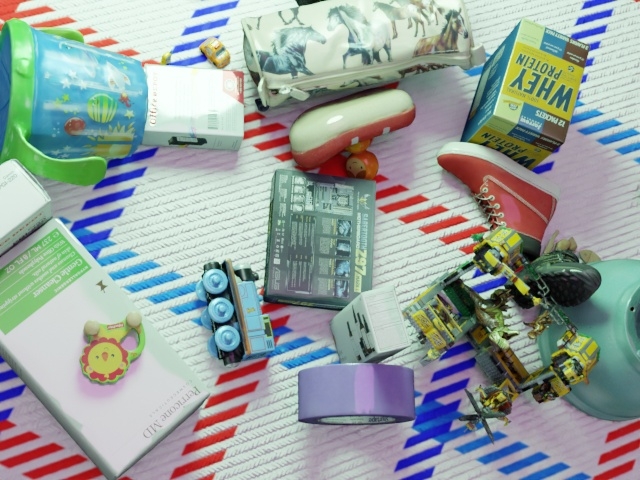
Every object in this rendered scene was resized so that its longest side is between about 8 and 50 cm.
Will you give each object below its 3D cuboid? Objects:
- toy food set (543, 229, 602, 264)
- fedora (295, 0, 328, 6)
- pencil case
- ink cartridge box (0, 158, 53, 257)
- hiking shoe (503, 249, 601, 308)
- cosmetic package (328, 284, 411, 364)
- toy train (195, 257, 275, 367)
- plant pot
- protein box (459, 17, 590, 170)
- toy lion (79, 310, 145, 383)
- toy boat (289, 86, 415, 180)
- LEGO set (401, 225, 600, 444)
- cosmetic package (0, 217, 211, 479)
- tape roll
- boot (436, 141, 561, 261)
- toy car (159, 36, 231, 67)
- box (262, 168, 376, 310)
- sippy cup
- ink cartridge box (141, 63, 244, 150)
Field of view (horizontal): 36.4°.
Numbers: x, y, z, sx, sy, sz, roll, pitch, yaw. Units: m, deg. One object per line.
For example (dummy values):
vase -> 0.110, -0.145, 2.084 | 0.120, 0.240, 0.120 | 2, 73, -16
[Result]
toy food set -> 0.466, 0.039, 1.797 | 0.122, 0.019, 0.078 | 37, 71, -8
fedora -> 0.098, -0.516, 1.776 | 0.334, 0.334, 0.152 | 1, 42, -12
pencil case -> 0.072, -0.339, 1.701 | 0.410, 0.160, 0.183 | -11, 64, -2
ink cartridge box -> -0.499, -0.019, 1.497 | 0.158, 0.218, 0.092 | -42, 87, -19
hiking shoe -> 0.410, 0.052, 1.671 | 0.086, 0.227, 0.114 | 49, 68, -12
cosmetic package -> 0.074, 0.148, 1.563 | 0.060, 0.239, 0.099 | -11, 77, -14
toy train -> -0.142, 0.118, 1.614 | 0.105, 0.080, 0.184 | -7, 74, -23
plant pot -> 0.553, 0.161, 1.678 | 0.293, 0.196, 0.293 | 3, 77, -14
protein box -> 0.363, -0.252, 1.759 | 0.136, 0.200, 0.201 | 21, 72, -5
toy lion -> -0.305, 0.160, 1.429 | 0.100, 0.034, 0.096 | -11, 82, -19
toy boat -> 0.061, -0.174, 1.721 | 0.231, 0.151, 0.151 | -20, 109, -17
LEGO set -> 0.277, 0.162, 1.594 | 0.192, 0.255, 0.331 | -34, 96, -46
cosmetic package -> -0.365, 0.173, 1.508 | 0.365, 0.155, 0.197 | 46, 67, 4
tape roll -> 0.058, 0.249, 1.558 | 0.189, 0.189, 0.080 | 2, 75, -12
boot -> 0.304, -0.061, 1.756 | 0.244, 0.088, 0.176 | 25, 72, -8
toy car -> -0.221, -0.328, 1.738 | 0.122, 0.040, 0.060 | -26, 82, -18
box -> 0.000, 0.000, 1.684 | 0.183, 0.059, 0.232 | 6, 73, -10
sippy cup -> -0.406, -0.225, 1.580 | 0.224, 0.240, 0.305 | 3, 81, -25
ink cartridge box -> -0.224, -0.231, 1.693 | 0.175, 0.072, 0.127 | 3, 75, -11
